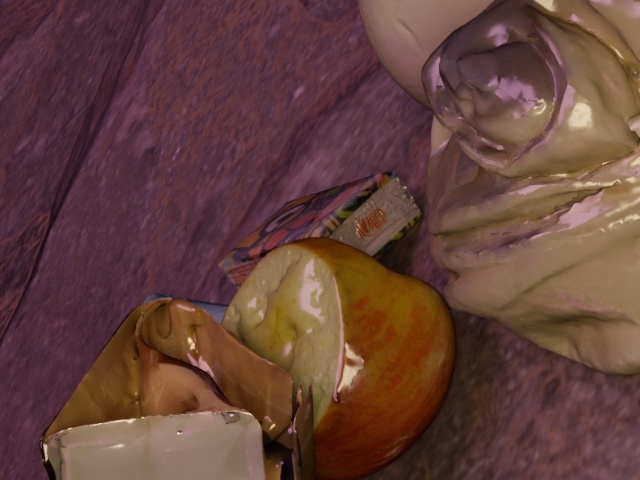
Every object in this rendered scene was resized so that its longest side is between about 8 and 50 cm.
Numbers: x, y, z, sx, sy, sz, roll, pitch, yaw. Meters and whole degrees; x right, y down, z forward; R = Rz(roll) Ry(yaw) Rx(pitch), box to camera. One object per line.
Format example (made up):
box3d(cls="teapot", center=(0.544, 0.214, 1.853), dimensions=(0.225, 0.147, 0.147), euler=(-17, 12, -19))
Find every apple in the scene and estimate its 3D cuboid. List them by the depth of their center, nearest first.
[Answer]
box3d(cls="apple", center=(0.012, 0.096, 1.333), dimensions=(0.195, 0.160, 0.173), euler=(14, 74, 56))

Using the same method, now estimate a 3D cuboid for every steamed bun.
box3d(cls="steamed bun", center=(0.163, -0.066, 1.179), dimensions=(0.280, 0.207, 0.268), euler=(-60, 31, 11))

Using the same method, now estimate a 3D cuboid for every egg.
box3d(cls="egg", center=(0.122, -0.224, 1.405), dimensions=(0.271, 0.161, 0.206), euler=(-51, 31, 24))

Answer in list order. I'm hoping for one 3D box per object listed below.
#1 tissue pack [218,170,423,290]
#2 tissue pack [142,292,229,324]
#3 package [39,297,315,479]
box3d(cls="tissue pack", center=(0.000, 0.000, 1.489), dimensions=(0.148, 0.060, 0.108), euler=(-16, 23, 51))
box3d(cls="tissue pack", center=(-0.091, 0.145, 1.537), dimensions=(0.263, 0.089, 0.177), euler=(5, 73, 56))
box3d(cls="package", center=(-0.073, 0.227, 1.287), dimensions=(0.221, 0.165, 0.311), euler=(-59, -32, -62))
